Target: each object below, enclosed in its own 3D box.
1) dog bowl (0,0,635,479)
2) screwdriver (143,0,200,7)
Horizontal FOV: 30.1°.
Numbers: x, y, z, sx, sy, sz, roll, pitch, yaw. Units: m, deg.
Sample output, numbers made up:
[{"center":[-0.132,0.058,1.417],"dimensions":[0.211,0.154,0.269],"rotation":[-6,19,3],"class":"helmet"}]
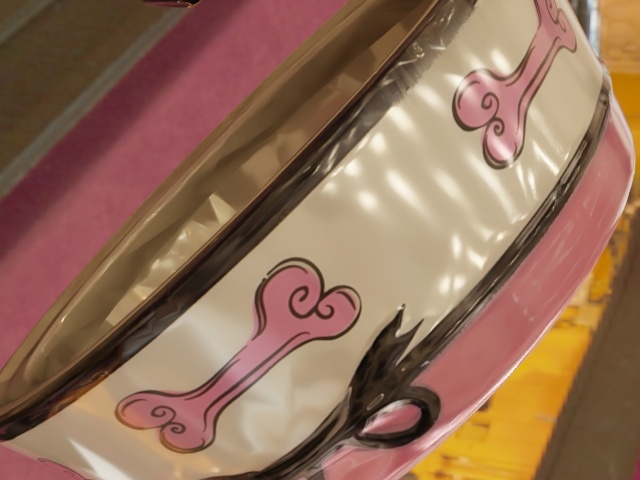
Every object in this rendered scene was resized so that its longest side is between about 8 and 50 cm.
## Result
[{"center":[0.000,0.000,0.681],"dimensions":[0.150,0.408,0.408],"rotation":[44,41,-12],"class":"dog bowl"},{"center":[-0.054,-0.158,0.745],"dimensions":[0.025,0.169,0.024],"rotation":[-22,113,-47],"class":"screwdriver"}]
